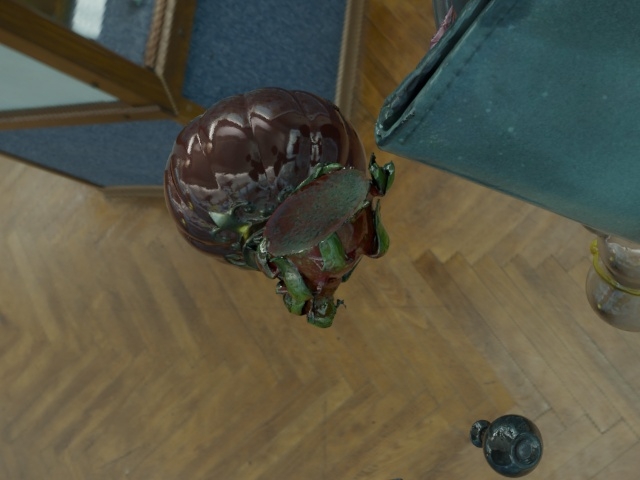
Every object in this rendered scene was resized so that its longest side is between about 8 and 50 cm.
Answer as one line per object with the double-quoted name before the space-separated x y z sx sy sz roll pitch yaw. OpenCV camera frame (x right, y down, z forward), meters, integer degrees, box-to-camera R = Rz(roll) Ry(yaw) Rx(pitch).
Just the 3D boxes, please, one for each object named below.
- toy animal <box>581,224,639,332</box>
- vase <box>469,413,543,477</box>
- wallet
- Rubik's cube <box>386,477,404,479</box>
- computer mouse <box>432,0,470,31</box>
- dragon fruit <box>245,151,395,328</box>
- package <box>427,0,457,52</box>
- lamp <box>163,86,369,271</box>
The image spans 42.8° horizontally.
"toy animal" 0.456 0.037 1.178 0.165 0.248 0.149 25 65 28
"vase" 0.356 0.395 1.600 0.183 0.120 0.120 167 114 -74
"wallet" 0.196 -0.085 0.420 0.290 0.251 0.054 134 151 -57
"Rubik's cube" 0.114 0.571 1.399 0.319 0.264 0.319 -3 87 53
"computer mouse" 0.205 -0.290 1.082 0.057 0.232 0.120 -8 91 26
"dragon fruit" 0.000 0.000 0.796 0.142 0.175 0.138 9 40 18
"package" 0.143 -0.222 0.925 0.029 0.059 0.083 18 81 34
"lamp" -0.078 -0.086 1.201 0.303 0.303 0.257 -31 53 23
